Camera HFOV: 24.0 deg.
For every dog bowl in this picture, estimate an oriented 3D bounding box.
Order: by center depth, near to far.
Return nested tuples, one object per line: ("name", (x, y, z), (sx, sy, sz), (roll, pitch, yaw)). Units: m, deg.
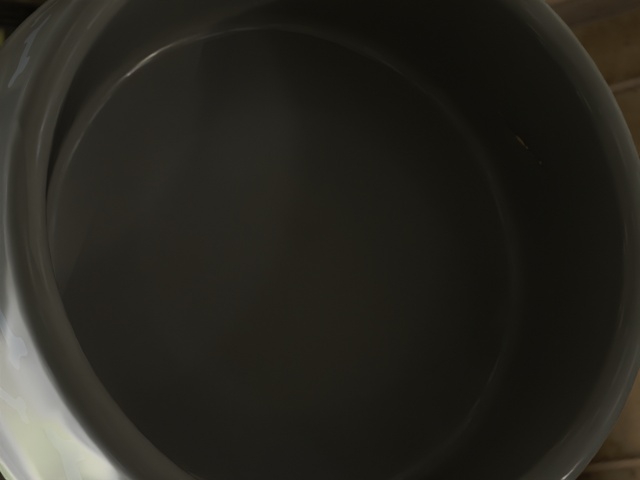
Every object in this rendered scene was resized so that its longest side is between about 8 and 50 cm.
("dog bowl", (0.000, 0.000, 0.699), (0.102, 0.349, 0.348), (145, -69, -66))
